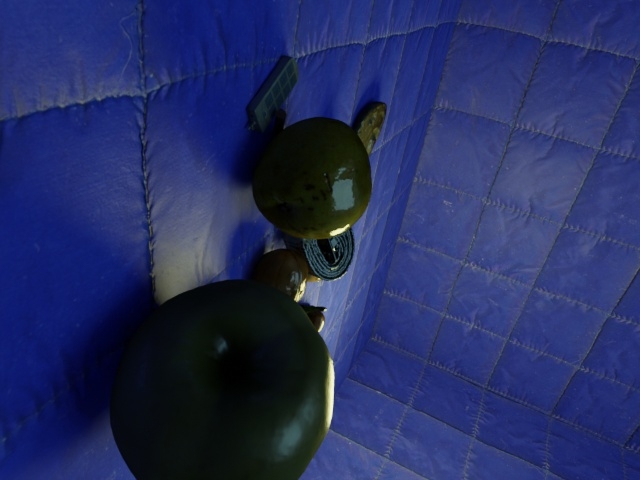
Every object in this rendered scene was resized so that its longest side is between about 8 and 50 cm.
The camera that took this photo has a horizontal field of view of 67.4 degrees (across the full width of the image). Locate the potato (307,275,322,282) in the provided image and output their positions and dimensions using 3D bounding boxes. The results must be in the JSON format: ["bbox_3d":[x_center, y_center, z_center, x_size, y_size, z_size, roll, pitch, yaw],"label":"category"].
[{"bbox_3d":[-0.007,0.049,1.735,0.150,0.146,0.233,-39,-165,54],"label":"potato"}]

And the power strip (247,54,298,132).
[{"bbox_3d":[-0.113,-0.343,1.135,0.226,0.029,0.080,-61,161,-21],"label":"power strip"}]

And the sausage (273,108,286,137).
[{"bbox_3d":[-0.103,-0.286,1.186,0.026,0.026,0.116,-64,-177,-17],"label":"sausage"}]

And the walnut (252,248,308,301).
[{"bbox_3d":[-0.120,0.120,1.427,0.167,0.168,0.207,-34,143,-61],"label":"walnut"}]

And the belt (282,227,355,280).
[{"bbox_3d":[0.000,0.000,1.549,0.207,0.150,0.257,-33,117,-30],"label":"belt"}]

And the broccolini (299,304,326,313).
[{"bbox_3d":[-0.069,0.252,1.682,0.074,0.202,0.058,-2,94,-57],"label":"broccolini"}]

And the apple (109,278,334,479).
[{"bbox_3d":[-0.194,0.319,0.991,0.473,0.474,0.473,-56,158,-36],"label":"apple"}]

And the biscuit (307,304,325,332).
[{"bbox_3d":[-0.050,0.385,1.943,0.291,0.062,0.236,153,-42,-82],"label":"biscuit"}]

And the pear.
[{"bbox_3d":[-0.028,-0.149,1.196,0.303,0.304,0.303,-56,158,-36],"label":"pear"}]

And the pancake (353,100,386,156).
[{"bbox_3d":[0.183,-0.416,1.894,0.294,0.050,0.294,-54,159,-32],"label":"pancake"}]
